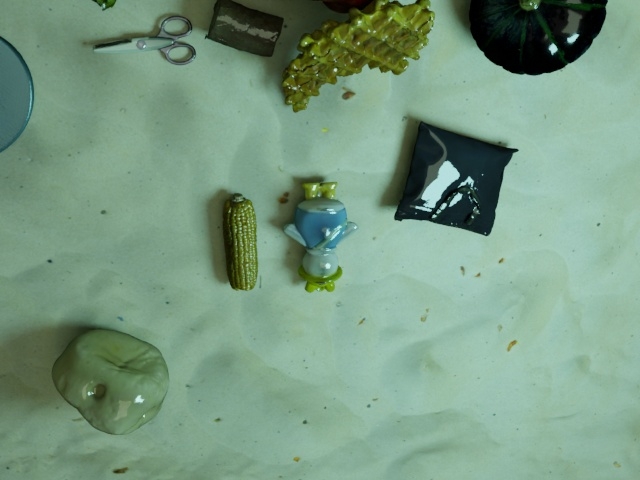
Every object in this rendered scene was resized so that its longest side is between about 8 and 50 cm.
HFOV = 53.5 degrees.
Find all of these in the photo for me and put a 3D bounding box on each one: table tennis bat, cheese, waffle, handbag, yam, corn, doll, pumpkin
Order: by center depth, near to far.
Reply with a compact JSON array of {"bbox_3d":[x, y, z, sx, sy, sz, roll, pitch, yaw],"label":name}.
[{"bbox_3d":[-0.633,-0.211,1.068,0.329,0.044,0.215,-48,116,1],"label":"table tennis bat"},{"bbox_3d":[0.061,-0.340,1.131,0.293,0.260,0.069,-23,80,-11],"label":"waffle"},{"bbox_3d":[-0.134,-0.379,1.135,0.127,0.084,0.084,14,105,-18],"label":"yam"},{"bbox_3d":[0.420,-0.439,1.221,0.248,0.248,0.247,-5,111,-15],"label":"pumpkin"},{"bbox_3d":[-0.391,0.270,1.225,0.235,0.218,0.117,19,110,-45],"label":"cheese"},{"bbox_3d":[-0.159,0.006,1.272,0.068,0.068,0.207,-6,110,-14],"label":"corn"},{"bbox_3d":[-0.001,0.000,1.302,0.135,0.099,0.240,-15,116,-36],"label":"doll"},{"bbox_3d":[0.289,-0.121,1.351,0.255,0.089,0.210,10,104,-24],"label":"handbag"}]

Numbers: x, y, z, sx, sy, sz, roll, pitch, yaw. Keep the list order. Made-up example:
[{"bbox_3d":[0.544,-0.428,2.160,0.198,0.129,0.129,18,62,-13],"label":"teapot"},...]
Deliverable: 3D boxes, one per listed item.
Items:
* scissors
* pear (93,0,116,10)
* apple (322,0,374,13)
[{"bbox_3d":[-0.311,-0.347,1.123,0.176,0.022,0.085,-11,113,-15],"label":"scissors"},{"bbox_3d":[-0.395,-0.521,0.962,0.256,0.238,0.163,25,60,-2],"label":"pear"},{"bbox_3d":[0.052,-0.538,1.021,0.288,0.288,0.317,33,116,-24],"label":"apple"}]
